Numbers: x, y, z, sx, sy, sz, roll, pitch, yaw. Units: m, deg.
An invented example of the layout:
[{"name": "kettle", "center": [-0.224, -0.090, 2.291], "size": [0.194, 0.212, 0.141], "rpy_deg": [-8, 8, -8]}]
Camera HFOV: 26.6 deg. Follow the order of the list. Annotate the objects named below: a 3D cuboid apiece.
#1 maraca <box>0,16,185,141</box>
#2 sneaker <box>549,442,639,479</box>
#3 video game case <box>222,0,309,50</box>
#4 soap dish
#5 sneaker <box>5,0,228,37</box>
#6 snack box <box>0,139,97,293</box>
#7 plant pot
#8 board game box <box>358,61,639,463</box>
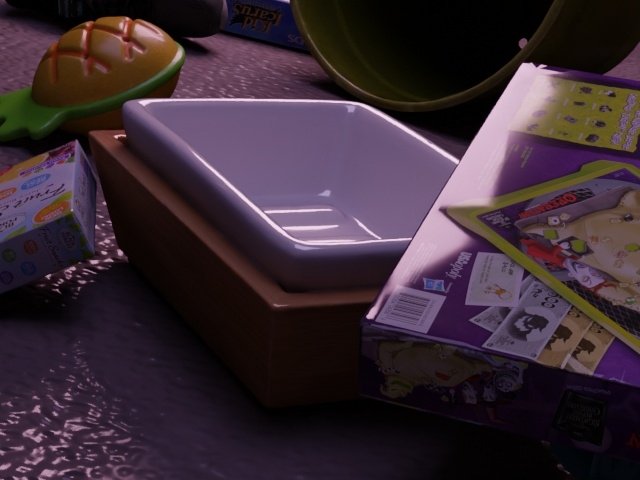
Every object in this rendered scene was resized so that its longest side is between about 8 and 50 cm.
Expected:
[{"name": "maraca", "center": [-0.205, -0.135, 1.188], "size": [0.185, 0.099, 0.127], "rpy_deg": [-28, 30, -19]}, {"name": "sneaker", "center": [0.182, 0.148, 0.665], "size": [0.110, 0.107, 0.275], "rpy_deg": [-10, 17, 1]}, {"name": "video game case", "center": [-0.049, -0.309, 1.750], "size": [0.269, 0.061, 0.244], "rpy_deg": [16, 23, 14]}, {"name": "soap dish", "center": [0.000, 0.000, 0.894], "size": [0.229, 0.118, 0.291], "rpy_deg": [-2, 24, -30]}, {"name": "sneaker", "center": [-0.239, -0.275, 1.565], "size": [0.267, 0.101, 0.106], "rpy_deg": [15, 42, 14]}, {"name": "snack box", "center": [-0.199, -0.012, 0.888], "size": [0.100, 0.037, 0.141], "rpy_deg": [-23, 24, 2]}, {"name": "plant pot", "center": [0.212, -0.315, 1.548], "size": [0.366, 0.366, 0.353], "rpy_deg": [25, 14, 35]}, {"name": "board game box", "center": [0.170, -0.003, 0.738], "size": [0.208, 0.056, 0.347], "rpy_deg": [9, 30, 18]}]
